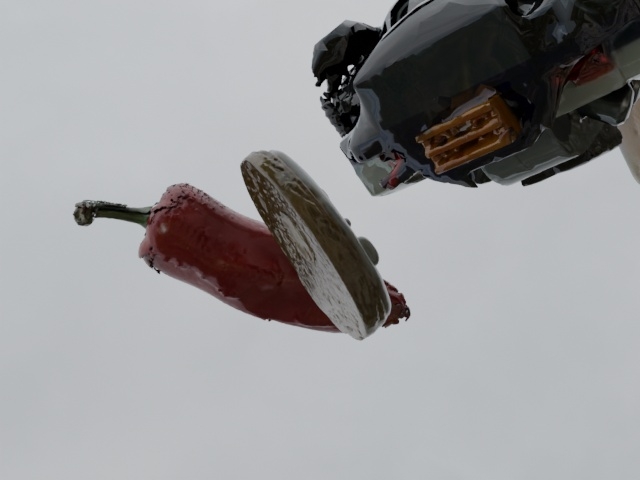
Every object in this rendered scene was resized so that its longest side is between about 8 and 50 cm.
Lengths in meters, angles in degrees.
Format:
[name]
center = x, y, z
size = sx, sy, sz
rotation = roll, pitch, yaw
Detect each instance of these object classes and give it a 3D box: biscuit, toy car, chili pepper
[biscuit]
center = 0.000, 0.000, 1.098
size = 0.049, 0.181, 0.208
rotation = -34, -79, -13
[toy car]
center = 0.114, -0.117, 0.560
size = 0.118, 0.193, 0.301
rotation = 54, -140, -14
[chili pepper]
center = -0.083, 0.022, 1.306
size = 0.387, 0.110, 0.110
rotation = 23, -88, -1

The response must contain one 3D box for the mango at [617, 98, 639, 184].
[mango]
center = 0.407, -0.139, 1.279
size = 0.166, 0.136, 0.236
rotation = 12, -44, 3
